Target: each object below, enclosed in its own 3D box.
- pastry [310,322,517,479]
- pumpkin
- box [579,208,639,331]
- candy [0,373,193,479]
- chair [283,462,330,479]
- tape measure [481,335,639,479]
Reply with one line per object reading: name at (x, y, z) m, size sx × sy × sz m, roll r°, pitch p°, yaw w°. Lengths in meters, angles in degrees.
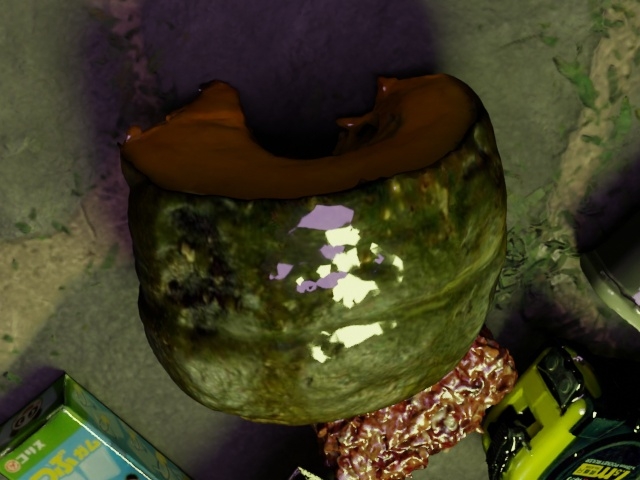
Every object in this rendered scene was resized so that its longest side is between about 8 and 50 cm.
pastry at (0.084, 0.150, 1.238) m, size 0.208 × 0.097 × 0.115 m, roll -40°, pitch 103°, yaw 10°
pumpkin at (0.000, 0.000, 1.065) m, size 0.303 × 0.256 × 0.225 m, roll -5°, pitch 122°, yaw 12°
box at (0.394, 0.051, 1.193) m, size 0.274 × 0.138 × 0.178 m, roll 38°, pitch 102°, yaw -11°
candy at (-0.208, 0.225, 1.256) m, size 0.097 × 0.062 × 0.194 m, roll -38°, pitch 116°, yaw 13°
chair at (-0.002, 0.295, 1.217) m, size 0.154 × 0.260 × 0.141 m, roll 32°, pitch 102°, yaw -21°
tape measure at (0.238, 0.182, 1.255) m, size 0.199 × 0.112 × 0.186 m, roll 15°, pitch 123°, yaw -35°
